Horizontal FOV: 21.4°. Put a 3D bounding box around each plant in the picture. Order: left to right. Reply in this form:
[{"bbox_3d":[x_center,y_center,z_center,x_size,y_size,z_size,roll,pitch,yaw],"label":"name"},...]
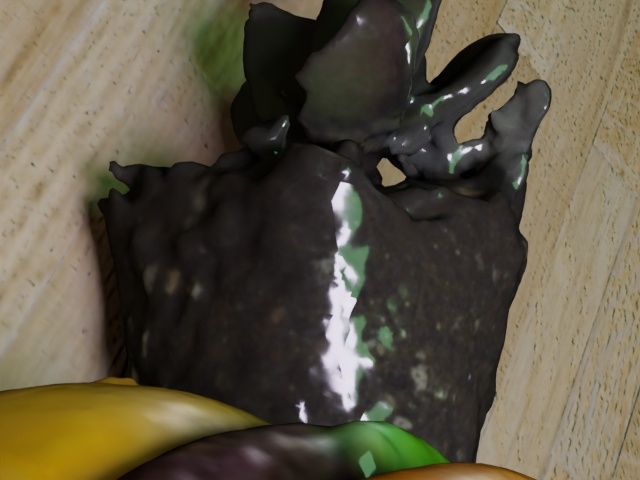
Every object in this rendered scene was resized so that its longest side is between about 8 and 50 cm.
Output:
[{"bbox_3d":[0.000,0.000,0.890,0.188,0.199,0.276,21,68,-44],"label":"plant"}]

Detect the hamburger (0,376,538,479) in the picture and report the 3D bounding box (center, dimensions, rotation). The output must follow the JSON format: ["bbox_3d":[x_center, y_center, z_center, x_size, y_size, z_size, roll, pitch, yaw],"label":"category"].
[{"bbox_3d":[-0.043,0.248,0.607,0.395,0.277,0.396,-22,117,-51],"label":"hamburger"}]
